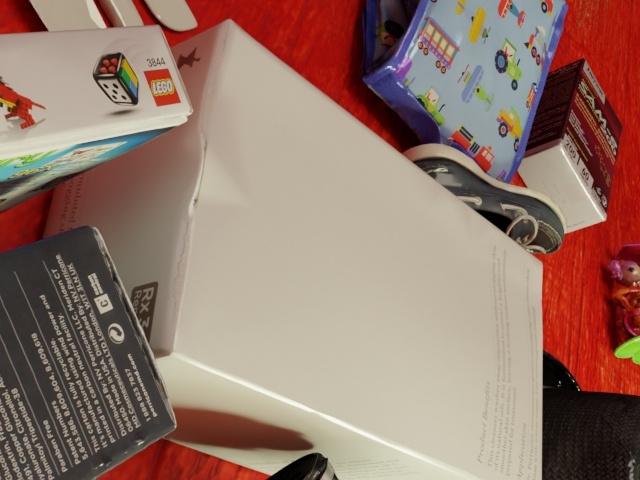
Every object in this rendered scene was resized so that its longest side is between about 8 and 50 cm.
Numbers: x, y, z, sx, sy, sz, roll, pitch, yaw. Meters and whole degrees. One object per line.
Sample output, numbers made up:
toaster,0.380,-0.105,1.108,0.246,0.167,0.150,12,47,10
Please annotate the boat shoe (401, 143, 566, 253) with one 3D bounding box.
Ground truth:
boat shoe,0.177,-0.022,1.015,0.254,0.095,0.079,26,52,-43

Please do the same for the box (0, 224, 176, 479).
box,-0.194,0.086,0.413,0.207,0.153,0.108,-25,94,-56

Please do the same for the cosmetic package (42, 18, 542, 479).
cosmetic package,0.001,0.050,0.682,0.385,0.156,0.217,32,54,-39

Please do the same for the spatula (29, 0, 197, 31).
spatula,-0.190,-0.240,0.697,0.242,0.019,0.168,60,37,-14

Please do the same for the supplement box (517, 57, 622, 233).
supplement box,0.340,-0.131,1.308,0.130,0.073,0.239,53,37,-21

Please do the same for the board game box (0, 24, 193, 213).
board game box,-0.221,-0.023,0.395,0.305,0.193,0.053,-22,92,-55

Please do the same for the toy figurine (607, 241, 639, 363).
toy figurine,0.451,0.076,1.352,0.173,0.130,0.159,-1,58,-28

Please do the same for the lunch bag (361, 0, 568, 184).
lunch bag,0.152,-0.206,1.051,0.221,0.138,0.293,40,50,-36

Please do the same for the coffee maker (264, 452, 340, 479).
coffee maker,-0.011,0.248,0.592,0.171,0.120,0.178,-41,90,-11

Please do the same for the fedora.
fedora,0.259,0.247,0.930,0.334,0.152,0.334,24,58,-44
